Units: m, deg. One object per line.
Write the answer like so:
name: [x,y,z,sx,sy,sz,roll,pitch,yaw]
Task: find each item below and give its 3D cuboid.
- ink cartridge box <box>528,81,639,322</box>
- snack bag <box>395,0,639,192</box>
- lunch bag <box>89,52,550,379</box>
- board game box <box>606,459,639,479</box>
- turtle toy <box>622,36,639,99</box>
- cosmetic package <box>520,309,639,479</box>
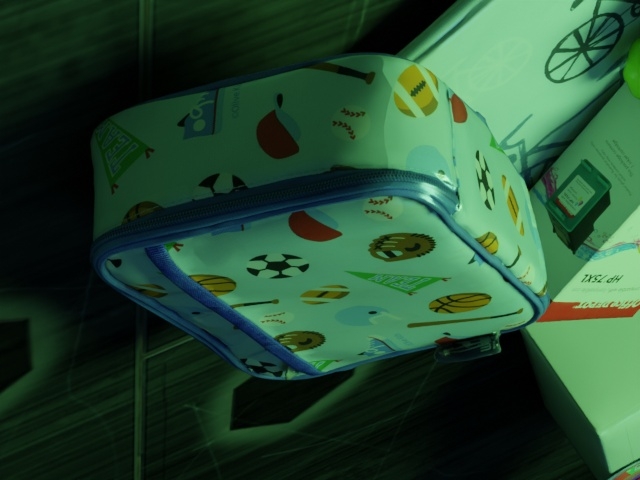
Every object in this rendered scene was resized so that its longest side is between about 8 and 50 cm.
ink cartridge box: [0.213,-0.014,1.434,0.134,0.078,0.231,0,138,-47]
snack bag: [0.169,-0.125,1.333,0.323,0.037,0.342,-41,152,13]
lunch bag: [0.000,0.000,1.218,0.243,0.115,0.303,-14,155,17]
board game box: [0.293,0.238,1.761,0.133,0.033,0.169,-27,152,-3]
turtle toy: [0.253,-0.136,1.294,0.095,0.066,0.130,6,133,-52]
cosmetic package: [0.312,0.101,1.741,0.224,0.138,0.224,-31,153,-1]
